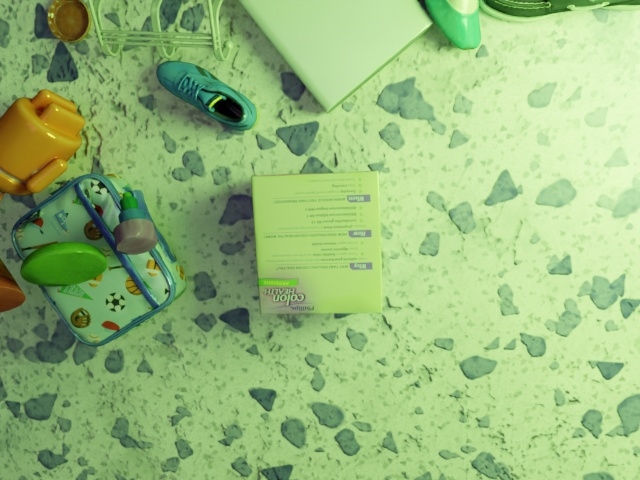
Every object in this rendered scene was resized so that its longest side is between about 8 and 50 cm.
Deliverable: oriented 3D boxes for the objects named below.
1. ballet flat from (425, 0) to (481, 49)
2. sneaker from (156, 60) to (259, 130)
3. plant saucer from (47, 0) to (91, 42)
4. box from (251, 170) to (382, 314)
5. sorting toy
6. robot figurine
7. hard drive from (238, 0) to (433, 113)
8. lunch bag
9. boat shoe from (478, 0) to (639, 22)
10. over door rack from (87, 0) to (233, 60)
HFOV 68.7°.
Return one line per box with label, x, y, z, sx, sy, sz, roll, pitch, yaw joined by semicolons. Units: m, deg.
ballet flat;0.202;-0.431;0.760;0.083;0.087;0.247;-35;93;-24
sneaker;-0.208;-0.266;0.838;0.209;0.082;0.069;30;102;2
plant saucer;-0.469;-0.413;0.877;0.084;0.013;0.083;1;98;7
box;0.000;0.000;0.836;0.214;0.117;0.242;-2;97;6
sorting toy;-0.462;0.008;0.797;0.366;0.127;0.126;-21;67;1
robot figurine;-0.536;-0.170;0.861;0.219;0.128;0.158;-43;105;10
hard drive;-0.008;-0.434;0.810;0.233;0.047;0.353;-38;92;9
lunch bag;-0.411;0.026;0.887;0.243;0.115;0.303;-31;95;7
boat shoe;0.412;-0.421;0.744;0.303;0.091;0.114;-5;97;6
over door rack;-0.277;-0.457;0.745;0.240;0.108;0.324;5;138;8
